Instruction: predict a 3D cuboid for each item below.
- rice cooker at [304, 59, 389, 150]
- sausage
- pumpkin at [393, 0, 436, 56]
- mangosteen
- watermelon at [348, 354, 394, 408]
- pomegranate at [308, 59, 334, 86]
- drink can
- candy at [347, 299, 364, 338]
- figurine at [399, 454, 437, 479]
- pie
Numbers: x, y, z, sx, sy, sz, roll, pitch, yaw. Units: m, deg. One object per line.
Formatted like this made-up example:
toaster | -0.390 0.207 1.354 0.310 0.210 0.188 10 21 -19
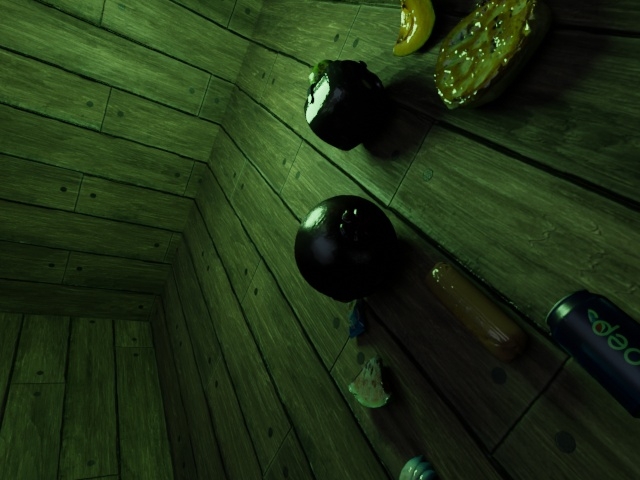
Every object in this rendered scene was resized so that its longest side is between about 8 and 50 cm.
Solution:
rice cooker | 0.088 -0.453 1.342 0.224 0.267 0.267 -44 47 38
sausage | 0.343 0.152 0.925 0.086 0.086 0.289 -63 36 20
pumpkin | 0.305 -0.705 1.235 0.149 0.130 0.254 20 135 30
mangosteen | 0.071 0.032 1.201 0.347 0.306 0.307 109 158 -65
watermelon | 0.159 0.393 1.137 0.187 0.071 0.139 -3 71 63
pomegranate | 0.028 -0.619 1.599 0.143 0.122 0.169 -50 -4 -8
drink can | 0.490 0.182 0.678 0.118 0.118 0.205 -60 39 24
candy | 0.112 0.232 1.279 0.088 0.038 0.136 128 147 -52
figurine | 0.233 0.571 0.976 0.114 0.079 0.114 -52 6 7
pie | 0.414 -0.477 1.025 0.315 0.092 0.316 -32 49 47
